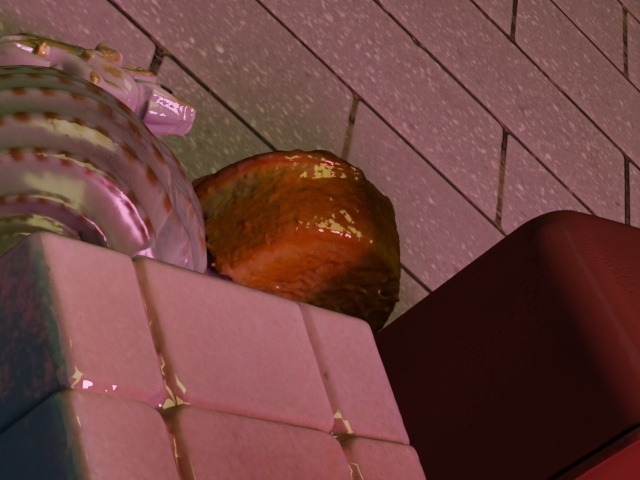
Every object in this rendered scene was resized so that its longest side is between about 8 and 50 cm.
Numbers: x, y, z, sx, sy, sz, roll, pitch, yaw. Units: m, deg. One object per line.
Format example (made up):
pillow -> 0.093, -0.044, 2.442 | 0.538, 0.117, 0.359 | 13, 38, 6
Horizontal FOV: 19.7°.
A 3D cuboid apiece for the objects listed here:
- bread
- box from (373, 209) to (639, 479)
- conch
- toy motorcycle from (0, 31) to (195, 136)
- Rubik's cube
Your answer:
bread -> 0.000, 0.000, 1.753 | 0.229, 0.139, 0.143 | 30, 38, -40
box -> 0.196, 0.157, 1.676 | 0.239, 0.339, 0.229 | 13, 47, -50
conch -> -0.197, -0.010, 1.415 | 0.303, 0.215, 0.319 | 53, 28, -23
toy motorcycle -> -0.217, -0.137, 1.593 | 0.229, 0.074, 0.151 | 16, 13, -28
Rubik's cube -> -0.129, 0.225, 1.142 | 0.319, 0.322, 0.315 | 18, 46, -48
